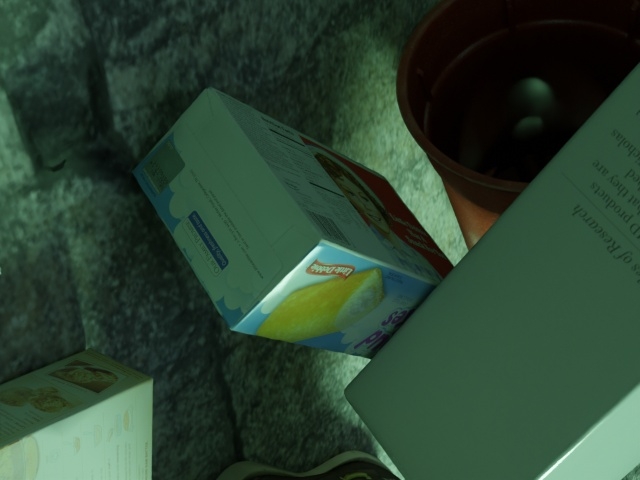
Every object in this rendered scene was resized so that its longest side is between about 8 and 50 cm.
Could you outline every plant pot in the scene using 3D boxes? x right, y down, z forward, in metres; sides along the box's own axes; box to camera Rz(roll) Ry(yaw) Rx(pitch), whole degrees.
[{"bbox_3d":[0.231,-0.085,1.003,0.272,0.272,0.265,-58,152,-21],"label":"plant pot"}]

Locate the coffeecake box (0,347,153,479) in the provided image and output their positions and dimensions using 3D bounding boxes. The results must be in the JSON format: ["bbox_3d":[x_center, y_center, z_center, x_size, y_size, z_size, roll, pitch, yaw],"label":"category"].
[{"bbox_3d":[-0.197,0.170,0.649,0.185,0.068,0.142,-21,122,-50],"label":"coffeecake box"}]

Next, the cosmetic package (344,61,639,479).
[{"bbox_3d":[0.254,0.018,0.753,0.230,0.161,0.453,7,129,-52],"label":"cosmetic package"}]

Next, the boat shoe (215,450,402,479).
[{"bbox_3d":[0.015,0.271,0.978,0.324,0.097,0.116,22,88,-57],"label":"boat shoe"}]

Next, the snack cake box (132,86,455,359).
[{"bbox_3d":[0.000,0.000,0.768,0.089,0.152,0.264,-45,150,15],"label":"snack cake box"}]
